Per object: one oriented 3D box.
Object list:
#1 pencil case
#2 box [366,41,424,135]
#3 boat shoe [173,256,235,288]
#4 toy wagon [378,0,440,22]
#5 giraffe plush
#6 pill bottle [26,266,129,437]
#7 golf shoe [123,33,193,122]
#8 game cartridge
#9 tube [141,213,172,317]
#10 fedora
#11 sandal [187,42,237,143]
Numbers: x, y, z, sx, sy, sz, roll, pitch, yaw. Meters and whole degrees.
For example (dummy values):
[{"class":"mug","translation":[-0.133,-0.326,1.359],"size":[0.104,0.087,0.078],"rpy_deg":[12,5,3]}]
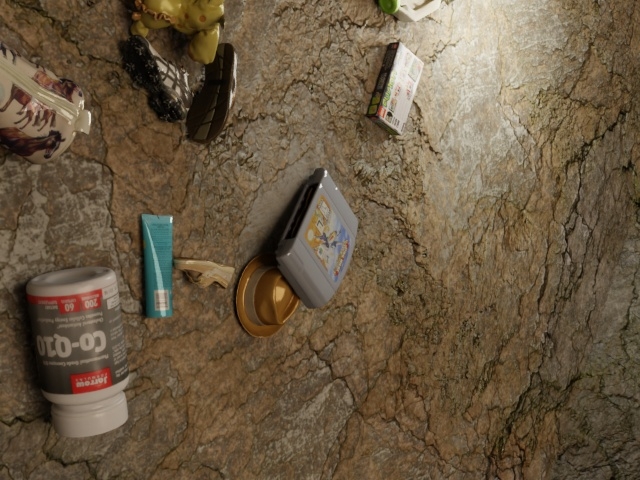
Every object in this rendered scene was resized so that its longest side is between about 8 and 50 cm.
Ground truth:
[{"class":"pencil case","translation":[-0.567,-0.282,1.567],"size":[0.410,0.183,0.160],"rpy_deg":[37,67,-43]},{"class":"box","translation":[0.190,-0.382,2.447],"size":[0.114,0.036,0.207],"rpy_deg":[31,72,-43]},{"class":"boat shoe","translation":[-0.242,0.071,2.020],"size":[0.170,0.063,0.059],"rpy_deg":[16,84,-52]},{"class":"toy wagon","translation":[0.213,-0.728,2.416],"size":[0.267,0.068,0.344],"rpy_deg":[-37,118,-38]},{"class":"giraffe plush","translation":[-0.278,-0.444,1.884],"size":[0.170,0.210,0.181],"rpy_deg":[8,100,-14]},{"class":"pill bottle","translation":[-0.435,0.201,1.766],"size":[0.161,0.161,0.283],"rpy_deg":[-16,105,-44]},{"class":"golf shoe","translation":[-0.315,-0.331,1.911],"size":[0.094,0.077,0.198],"rpy_deg":[-60,139,-38]},{"class":"game cartridge","translation":[0.000,0.000,2.222],"size":[0.198,0.062,0.297],"rpy_deg":[52,41,-31]},{"class":"tube","translation":[-0.326,0.051,1.951],"size":[0.080,0.052,0.207],"rpy_deg":[0,89,-56]},{"class":"fedora","translation":[-0.102,0.125,2.165],"size":[0.194,0.079,0.194],"rpy_deg":[-7,99,-45]},{"class":"sandal","translation":[-0.214,-0.302,2.019],"size":[0.060,0.090,0.219],"rpy_deg":[40,57,-65]}]
